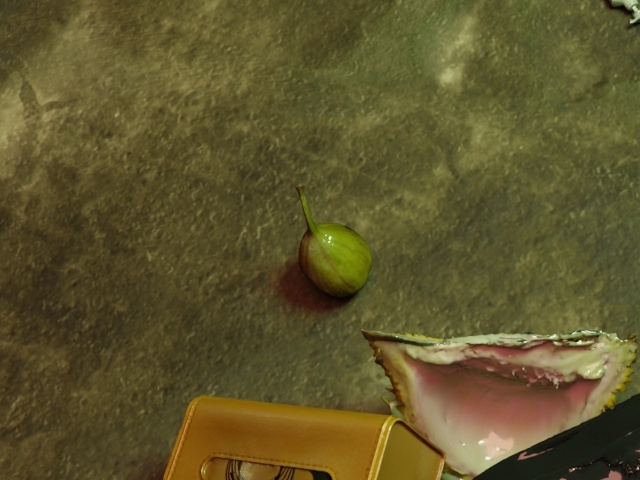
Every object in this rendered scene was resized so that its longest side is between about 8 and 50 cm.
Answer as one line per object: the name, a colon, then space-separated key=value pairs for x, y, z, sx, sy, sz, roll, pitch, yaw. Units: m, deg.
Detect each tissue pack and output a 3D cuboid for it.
tissue pack: x=-0.027 y=0.285 z=1.644 sx=0.275 sy=0.145 sz=0.194 roll=2 pitch=61 yaw=32

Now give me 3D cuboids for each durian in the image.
durian: x=0.202 y=0.194 z=1.695 sx=0.305 sy=0.185 sz=0.195 roll=-2 pitch=91 yaw=0

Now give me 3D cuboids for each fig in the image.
fig: x=-0.006 y=0.000 z=1.821 sx=0.093 sy=0.166 sz=0.093 roll=-35 pitch=29 yaw=23

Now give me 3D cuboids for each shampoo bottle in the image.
shampoo bottle: x=0.396 y=-0.348 z=1.980 sx=0.049 sy=0.034 sz=0.141 roll=-26 pitch=65 yaw=-9

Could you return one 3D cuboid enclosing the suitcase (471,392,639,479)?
suitcase: x=0.337 y=0.356 z=1.543 sx=0.339 sy=0.188 sz=0.345 roll=-30 pitch=71 yaw=14
